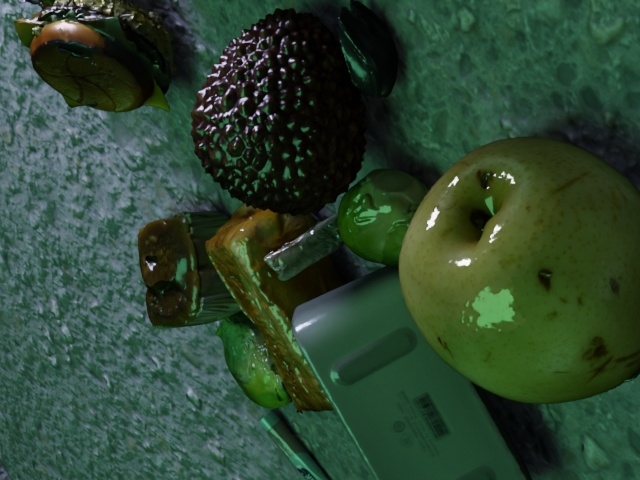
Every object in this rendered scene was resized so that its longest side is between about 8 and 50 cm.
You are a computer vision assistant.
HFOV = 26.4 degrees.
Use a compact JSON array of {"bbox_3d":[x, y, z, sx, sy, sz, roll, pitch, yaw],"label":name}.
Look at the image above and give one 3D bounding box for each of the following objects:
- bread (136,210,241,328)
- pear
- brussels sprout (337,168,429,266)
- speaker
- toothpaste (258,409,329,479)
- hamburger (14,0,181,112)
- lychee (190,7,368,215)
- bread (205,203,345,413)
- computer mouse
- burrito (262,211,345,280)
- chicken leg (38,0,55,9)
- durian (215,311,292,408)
[{"bbox_3d":[-0.228,0.050,2.308,0.209,0.109,0.192,-11,87,55],"label":"bread"},{"bbox_3d":[0.251,0.037,1.568,0.309,0.309,0.309,32,139,33],"label":"pear"},{"bbox_3d":[0.094,-0.032,1.857,0.155,0.117,0.155,9,132,10],"label":"brussels sprout"},{"bbox_3d":[0.135,0.236,1.928,0.406,0.184,0.183,60,-174,-6],"label":"speaker"},{"bbox_3d":[-0.035,0.394,2.457,0.205,0.036,0.056,51,147,2],"label":"toothpaste"},{"bbox_3d":[-0.341,-0.302,2.120,0.243,0.139,0.262,5,151,25],"label":"hamburger"},{"bbox_3d":[-0.050,-0.178,1.831,0.271,0.271,0.271,32,139,33],"label":"lychee"},{"bbox_3d":[-0.033,0.095,2.105,0.344,0.148,0.195,61,157,-8],"label":"bread"},{"bbox_3d":[0.066,-0.247,1.759,0.047,0.079,0.135,-11,112,39],"label":"computer mouse"},{"bbox_3d":[0.000,0.000,1.988,0.051,0.171,0.042,59,177,-17],"label":"burrito"},{"bbox_3d":[-0.442,-0.468,2.174,0.361,0.140,0.212,115,144,-68],"label":"chicken leg"},{"bbox_3d":[-0.102,0.207,2.290,0.250,0.101,0.139,54,177,47],"label":"durian"}]
